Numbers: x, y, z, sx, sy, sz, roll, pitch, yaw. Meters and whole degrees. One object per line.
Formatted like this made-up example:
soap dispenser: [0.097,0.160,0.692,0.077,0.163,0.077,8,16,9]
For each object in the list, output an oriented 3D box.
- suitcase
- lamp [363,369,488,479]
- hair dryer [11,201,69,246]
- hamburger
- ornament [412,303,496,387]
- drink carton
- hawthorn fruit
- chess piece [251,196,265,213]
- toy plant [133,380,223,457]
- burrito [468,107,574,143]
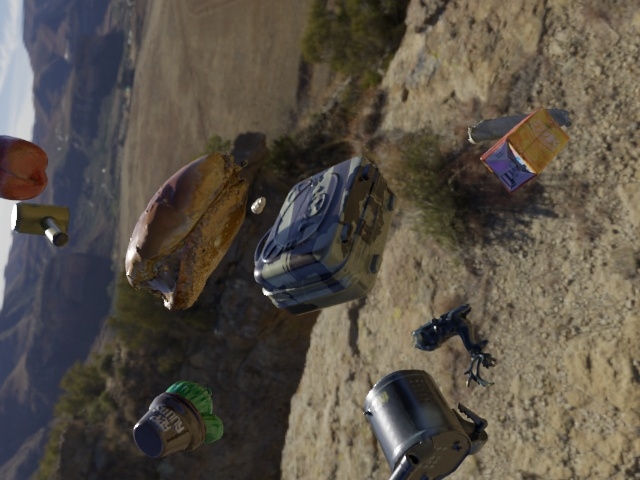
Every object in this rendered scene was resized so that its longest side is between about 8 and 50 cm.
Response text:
suitcase: [0.000,0.000,1.351,0.339,0.194,0.351,-21,35,38]
lamp: [0.224,0.458,1.463,0.272,0.374,0.205,45,121,37]
hair dryer: [-0.721,-0.036,1.545,0.279,0.135,0.090,24,103,54]
hamburger: [-0.250,-0.025,1.133,0.314,0.170,0.290,-60,10,-19]
ornament: [0.379,0.317,1.640,0.202,0.080,0.236,-34,54,14]
drink carton: [0.413,-0.184,1.172,0.096,0.223,0.071,51,135,2]
hawthorn fruit: [-0.571,-0.135,1.098,0.128,0.128,0.127,-174,90,-67]
chess piece: [-0.181,-0.110,1.767,0.092,0.035,0.035,142,130,-67]
toy plant: [-0.251,0.331,1.100,0.143,0.200,0.105,31,114,19]
burrito: [0.548,-0.315,1.616,0.276,0.082,0.059,-8,76,20]
